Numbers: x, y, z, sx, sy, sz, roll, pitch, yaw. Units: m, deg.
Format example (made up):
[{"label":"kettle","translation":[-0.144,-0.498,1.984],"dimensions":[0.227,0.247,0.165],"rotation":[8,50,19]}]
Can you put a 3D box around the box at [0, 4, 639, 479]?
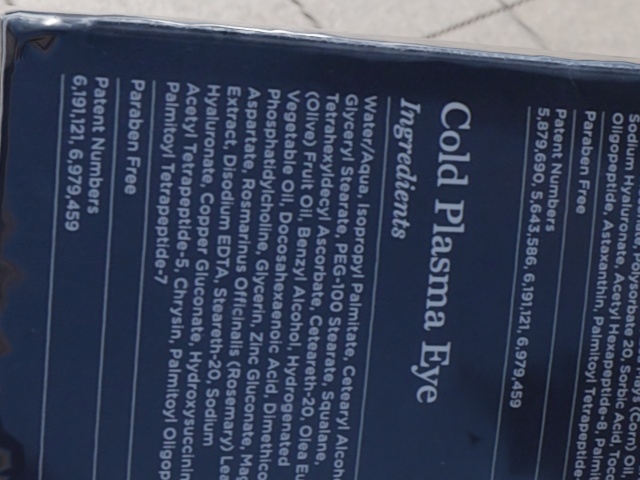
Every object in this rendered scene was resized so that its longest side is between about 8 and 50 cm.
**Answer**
[{"label":"box","translation":[0.000,0.000,0.603],"dimensions":[0.312,0.179,0.343],"rotation":[1,9,-18]}]
